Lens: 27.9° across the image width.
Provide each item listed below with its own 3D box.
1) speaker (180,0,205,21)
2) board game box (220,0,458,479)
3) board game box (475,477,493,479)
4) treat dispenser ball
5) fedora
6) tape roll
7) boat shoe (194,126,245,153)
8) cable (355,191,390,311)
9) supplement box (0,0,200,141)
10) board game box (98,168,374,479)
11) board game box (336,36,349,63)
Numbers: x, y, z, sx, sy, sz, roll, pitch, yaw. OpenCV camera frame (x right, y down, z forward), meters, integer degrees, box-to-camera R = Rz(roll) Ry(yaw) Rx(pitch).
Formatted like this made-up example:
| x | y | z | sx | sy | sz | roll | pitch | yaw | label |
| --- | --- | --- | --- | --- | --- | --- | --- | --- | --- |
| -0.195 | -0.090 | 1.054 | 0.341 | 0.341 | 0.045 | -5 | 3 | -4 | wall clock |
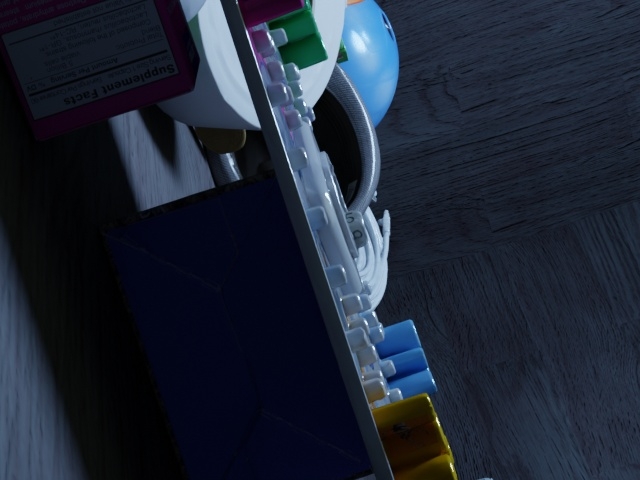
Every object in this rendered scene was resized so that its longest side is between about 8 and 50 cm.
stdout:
| x | y | z | sx | sy | sz | roll | pitch | yaw | label |
| --- | --- | --- | --- | --- | --- | --- | --- | --- | --- |
| -0.164 | -0.249 | 1.028 | 0.296 | 0.131 | 0.131 | 31 | 41 | -85 | speaker |
| 0.015 | -0.026 | 0.957 | 0.390 | 0.050 | 0.390 | -49 | 122 | -86 | board game box |
| 0.126 | 0.377 | 1.605 | 0.303 | 0.224 | 0.097 | 46 | 29 | -82 | board game box |
| -0.025 | -0.265 | 1.954 | 0.288 | 0.288 | 0.288 | -18 | 90 | -87 | treat dispenser ball |
| -0.051 | -0.113 | 1.727 | 0.124 | 0.244 | 0.275 | -34 | -105 | 63 | fedora |
| -0.084 | -0.258 | 1.355 | 0.286 | 0.100 | 0.286 | -13 | 105 | -57 | tape roll |
| -0.137 | -0.174 | 1.571 | 0.170 | 0.063 | 0.059 | 64 | 11 | -51 | boat shoe |
| 0.000 | 0.000 | 1.905 | 0.257 | 0.089 | 0.257 | 36 | 42 | -37 | cable |
| -0.164 | -0.190 | 0.822 | 0.111 | 0.114 | 0.220 | -101 | 174 | -71 | supplement box |
| -0.051 | 0.066 | 1.049 | 0.291 | 0.141 | 0.232 | -67 | 139 | -85 | board game box |
| -0.106 | -0.366 | 1.812 | 0.046 | 0.214 | 0.317 | 62 | 11 | -73 | board game box |
